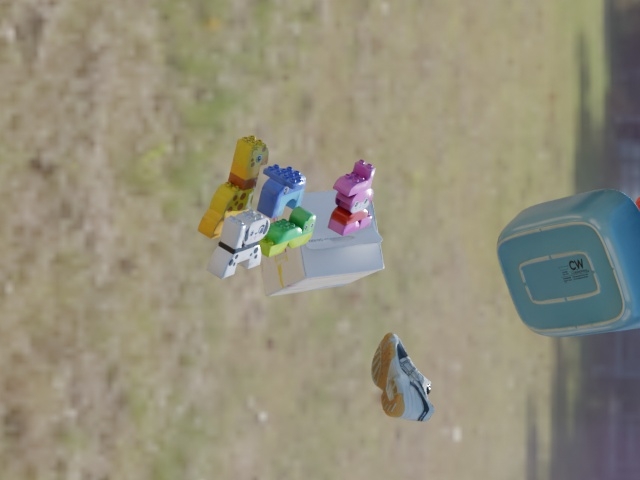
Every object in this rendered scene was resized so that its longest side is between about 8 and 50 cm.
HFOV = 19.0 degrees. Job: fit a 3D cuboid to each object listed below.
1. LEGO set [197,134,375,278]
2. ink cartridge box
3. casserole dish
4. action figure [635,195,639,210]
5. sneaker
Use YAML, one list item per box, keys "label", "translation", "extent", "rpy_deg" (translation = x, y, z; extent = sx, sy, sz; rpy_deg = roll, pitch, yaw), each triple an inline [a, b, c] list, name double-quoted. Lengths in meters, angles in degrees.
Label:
- label: "LEGO set"
  translation: [-0.041, -0.048, 1.783]
  extent: [0.227, 0.087, 0.093]
  rpy_deg: [-21, 133, -51]
- label: "ink cartridge box"
  translation: [0.000, 0.000, 2.005]
  extent: [0.143, 0.092, 0.090]
  rpy_deg: [154, -72, -66]
- label: "casserole dish"
  translation: [0.200, 0.024, 1.508]
  extent: [0.037, 0.188, 0.114]
  rpy_deg: [-23, 95, -31]
- label: "action figure"
  translation: [0.452, -0.054, 1.890]
  extent: [0.139, 0.280, 0.091]
  rpy_deg: [37, 43, -75]
- label: "sneaker"
  translation: [0.061, 0.102, 1.388]
  extent: [0.032, 0.037, 0.083]
  rpy_deg: [-58, -154, 33]
